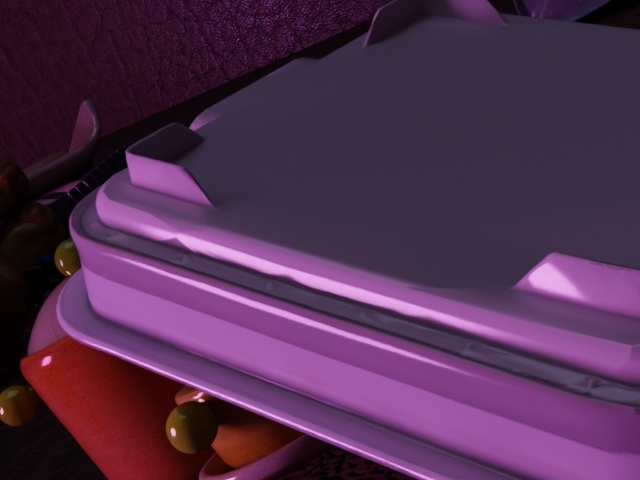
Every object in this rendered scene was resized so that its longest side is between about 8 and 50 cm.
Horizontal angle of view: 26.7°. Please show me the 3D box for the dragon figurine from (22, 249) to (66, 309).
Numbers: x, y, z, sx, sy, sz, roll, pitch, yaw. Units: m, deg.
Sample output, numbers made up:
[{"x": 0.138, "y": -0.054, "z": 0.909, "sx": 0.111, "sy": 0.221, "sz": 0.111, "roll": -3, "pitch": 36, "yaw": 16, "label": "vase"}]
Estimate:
[{"x": -0.145, "y": 0.030, "z": 0.972, "sx": 0.144, "sy": 0.085, "sz": 0.289, "roll": -29, "pitch": 7, "yaw": -9, "label": "dragon figurine"}]

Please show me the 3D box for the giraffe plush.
[{"x": -0.297, "y": 0.043, "z": 1.080, "sx": 0.210, "sy": 0.181, "sz": 0.170, "roll": -35, "pitch": 20, "yaw": -8, "label": "giraffe plush"}]

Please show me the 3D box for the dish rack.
[{"x": 0.077, "y": -0.026, "z": 0.529, "sx": 0.333, "sy": 0.072, "sz": 0.285, "roll": 14, "pitch": 38, "yaw": 41, "label": "dish rack"}]

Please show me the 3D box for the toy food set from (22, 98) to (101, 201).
[{"x": -0.365, "y": -0.016, "z": 1.382, "sx": 0.306, "sy": 0.092, "sz": 0.220, "roll": -34, "pitch": -17, "yaw": -36, "label": "toy food set"}]

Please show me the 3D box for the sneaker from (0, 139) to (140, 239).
[{"x": -0.271, "y": 0.016, "z": 1.322, "sx": 0.319, "sy": 0.112, "sz": 0.131, "roll": -29, "pitch": -5, "yaw": -35, "label": "sneaker"}]

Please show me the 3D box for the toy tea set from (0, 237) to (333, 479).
[{"x": 0.000, "y": 0.000, "z": 0.660, "sx": 0.200, "sy": 0.124, "sz": 0.336, "roll": -25, "pitch": 7, "yaw": 47, "label": "toy tea set"}]

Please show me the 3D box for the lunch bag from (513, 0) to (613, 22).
[{"x": 0.342, "y": -0.356, "z": 1.534, "sx": 0.262, "sy": 0.160, "sz": 0.223, "roll": -26, "pitch": 9, "yaw": 24, "label": "lunch bag"}]
